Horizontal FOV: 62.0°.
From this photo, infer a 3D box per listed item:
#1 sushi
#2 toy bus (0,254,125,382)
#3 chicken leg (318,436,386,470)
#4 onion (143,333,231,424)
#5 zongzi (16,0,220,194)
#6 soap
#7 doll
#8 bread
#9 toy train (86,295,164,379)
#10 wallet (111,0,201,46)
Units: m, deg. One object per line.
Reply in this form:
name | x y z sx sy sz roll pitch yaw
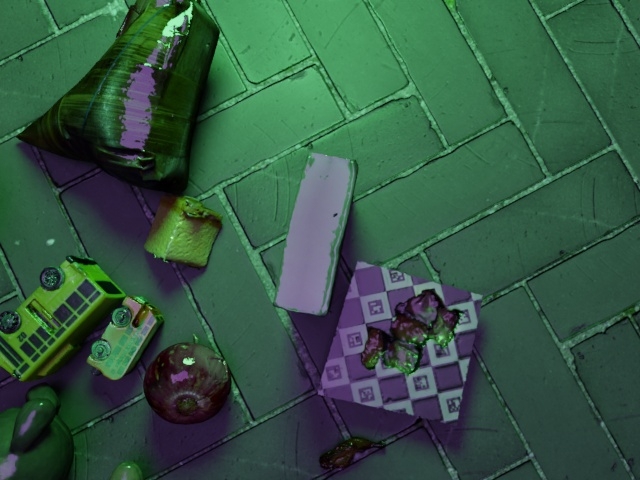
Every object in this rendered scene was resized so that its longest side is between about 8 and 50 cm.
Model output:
sushi | 0.172 0.219 1.135 0.294 0.059 0.292 15 85 2
toy bus | -0.556 0.168 1.119 0.150 0.128 0.262 43 86 4
chicken leg | 0.066 0.448 1.129 0.145 0.037 0.062 -27 107 -1
onion | -0.273 0.293 1.096 0.177 0.153 0.177 -1 93 -14
zongzi | -0.443 -0.341 1.128 0.432 0.208 0.403 17 93 18
soap | 0.000 0.000 1.041 0.107 0.296 0.285 13 84 2
doll | -0.536 0.487 1.078 0.378 0.252 0.382 17 88 -29
bread | -0.307 -0.025 1.165 0.152 0.127 0.147 21 87 36
toy train | -0.417 0.211 1.142 0.099 0.072 0.188 30 86 -2
wallet | -0.391 -0.471 1.218 0.137 0.031 0.255 27 87 0
